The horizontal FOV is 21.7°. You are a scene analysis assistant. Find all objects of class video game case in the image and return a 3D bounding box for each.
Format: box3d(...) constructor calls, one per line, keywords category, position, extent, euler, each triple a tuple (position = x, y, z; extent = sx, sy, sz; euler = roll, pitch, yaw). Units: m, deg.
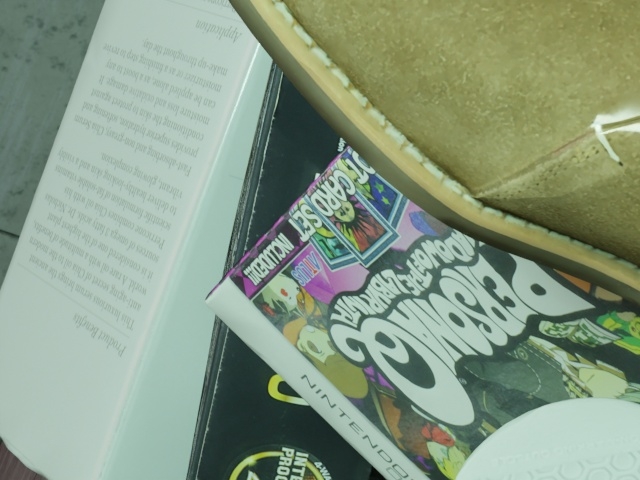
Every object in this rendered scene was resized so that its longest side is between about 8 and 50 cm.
box3d(category="video game case", position=(0.078, 0.046, 0.572), extent=(0.042, 0.210, 0.232), euler=(-47, 2, -30))

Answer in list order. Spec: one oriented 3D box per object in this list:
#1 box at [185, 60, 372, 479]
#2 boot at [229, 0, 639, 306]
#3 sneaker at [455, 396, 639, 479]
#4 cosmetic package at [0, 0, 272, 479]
box3d(category="box", position=(0.000, 0.000, 0.903), extent=(0.318, 0.097, 0.394), euler=(-86, 8, -67))
box3d(category="boot", position=(0.104, -0.034, 0.405), extent=(0.112, 0.305, 0.115), euler=(-56, 9, -24))
box3d(category="sneaker", position=(0.141, 0.175, 0.412), extent=(0.296, 0.105, 0.147), euler=(49, 164, 46))
box3d(category="cosmetic package", position=(-0.078, -0.039, 1.208), extent=(0.230, 0.162, 0.453), euler=(26, 96, 53))
